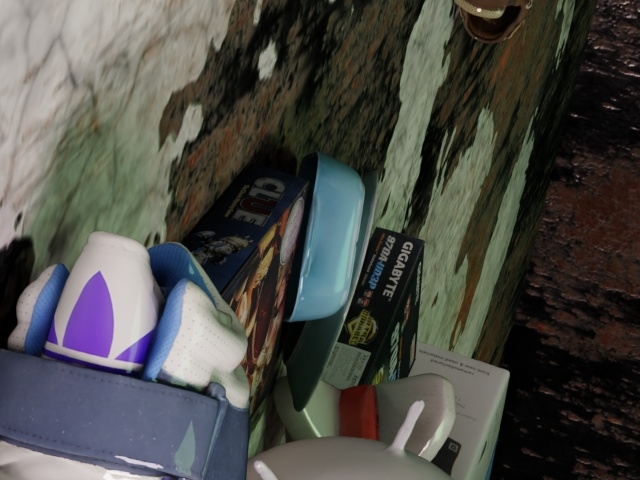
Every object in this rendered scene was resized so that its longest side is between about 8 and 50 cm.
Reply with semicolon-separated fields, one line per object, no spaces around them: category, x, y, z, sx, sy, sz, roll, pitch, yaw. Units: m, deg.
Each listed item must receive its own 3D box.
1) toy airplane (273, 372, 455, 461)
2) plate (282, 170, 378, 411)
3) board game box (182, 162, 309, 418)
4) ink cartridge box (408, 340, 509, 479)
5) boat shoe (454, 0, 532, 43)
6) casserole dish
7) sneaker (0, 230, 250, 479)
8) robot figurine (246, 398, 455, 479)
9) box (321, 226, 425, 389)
toy airplane;0.055;0.288;1.543;0.386;0.272;0.384;-40;129;-46
plate;0.002;0.035;1.465;0.188;0.024;0.188;-163;-90;-84
board game box;-0.075;0.077;1.182;0.243;0.042;0.165;-55;160;-58
ink cartridge box;0.093;0.300;2.147;0.223;0.129;0.307;95;16;-49
boat shoe;0.162;-0.240;1.759;0.257;0.095;0.095;66;48;-75
casserole dish;0.000;0.000;1.323;0.188;0.037;0.114;176;-76;-84
sneaker;-0.123;0.117;0.836;0.323;0.130;0.236;-38;134;-64
robot figurine;0.009;0.272;1.227;0.300;0.199;0.353;-25;125;-46
box;0.040;0.119;1.806;0.220;0.051;0.175;91;20;-57
